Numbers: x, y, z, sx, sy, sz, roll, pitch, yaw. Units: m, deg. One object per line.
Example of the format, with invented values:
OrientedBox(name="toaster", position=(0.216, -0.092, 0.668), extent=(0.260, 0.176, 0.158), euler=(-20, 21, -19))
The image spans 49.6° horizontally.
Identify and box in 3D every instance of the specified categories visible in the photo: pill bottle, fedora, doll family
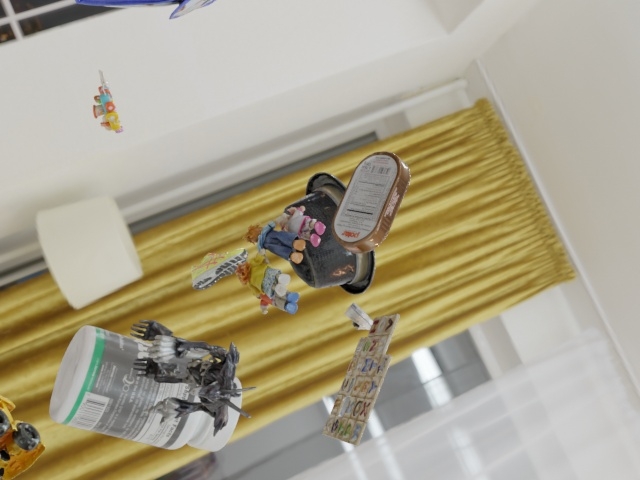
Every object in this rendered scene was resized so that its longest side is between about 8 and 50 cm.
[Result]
OrientedBox(name="pill bottle", position=(-0.366, 0.327, 1.480), extent=(0.204, 0.361, 0.204), euler=(-43, -145, 40))
OrientedBox(name="fedora", position=(0.000, 0.000, 1.775), extent=(0.334, 0.152, 0.334), euler=(42, -37, 42))
OrientedBox(name="doll family", position=(-0.112, 0.031, 1.550), extent=(0.163, 0.263, 0.118), euler=(17, -5, 45))

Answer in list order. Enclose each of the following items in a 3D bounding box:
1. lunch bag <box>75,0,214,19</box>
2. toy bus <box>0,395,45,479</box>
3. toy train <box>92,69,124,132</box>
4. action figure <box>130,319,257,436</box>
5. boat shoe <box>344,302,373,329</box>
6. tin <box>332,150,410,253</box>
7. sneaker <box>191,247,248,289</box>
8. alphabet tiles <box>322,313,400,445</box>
OrientedBox(name="lunch bag", position=(-0.373, -0.687, 1.726), extent=(0.328, 0.386, 0.239), euler=(-66, 157, -63))
OrientedBox(name="toy bus", position=(-0.758, 0.414, 1.570), extent=(0.220, 0.149, 0.211), euler=(47, 2, -44))
OrientedBox(name="toy train", position=(-0.454, -0.286, 1.441), extent=(0.166, 0.046, 0.125), euler=(162, -92, -79))
OrientedBox(name="action figure", position=(-0.232, 0.229, 1.162), extent=(0.276, 0.141, 0.164), euler=(15, -79, 47))
OrientedBox(name="boat shoe", position=(0.078, 0.156, 1.347), extent=(0.035, 0.035, 0.100), euler=(49, 3, 40))
OrientedBox(name="tin", position=(0.086, -0.069, 1.203), extent=(0.106, 0.189, 0.040), euler=(11, -18, 44))
OrientedBox(name="sneaker", position=(-0.326, 0.069, 2.178), extent=(0.081, 0.208, 0.094), euler=(45, 19, -60))
OrientedBox(name="alphabet tiles", position=(0.077, 0.243, 1.240), extent=(0.009, 0.237, 0.198), euler=(26, -16, -10))
